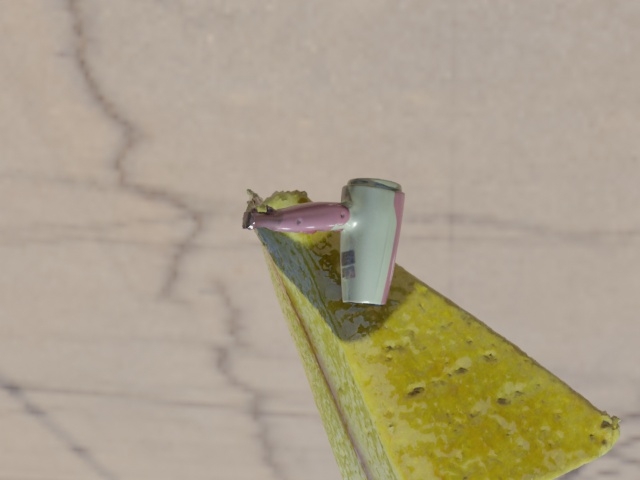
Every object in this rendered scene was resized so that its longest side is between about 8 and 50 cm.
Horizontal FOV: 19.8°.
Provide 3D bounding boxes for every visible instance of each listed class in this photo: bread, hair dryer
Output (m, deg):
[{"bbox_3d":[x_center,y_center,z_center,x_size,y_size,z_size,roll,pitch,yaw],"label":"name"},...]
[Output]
[{"bbox_3d":[0.090,0.078,1.783,0.245,0.362,0.233,-23,-179,-15],"label":"bread"},{"bbox_3d":[-0.001,-0.007,1.522,0.154,0.106,0.054,12,174,-34],"label":"hair dryer"}]
